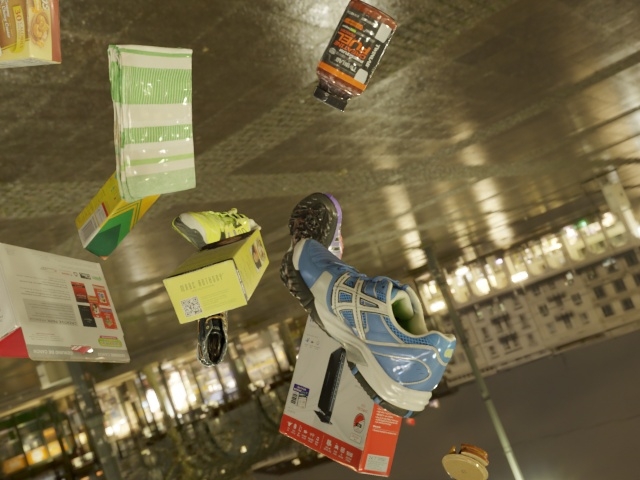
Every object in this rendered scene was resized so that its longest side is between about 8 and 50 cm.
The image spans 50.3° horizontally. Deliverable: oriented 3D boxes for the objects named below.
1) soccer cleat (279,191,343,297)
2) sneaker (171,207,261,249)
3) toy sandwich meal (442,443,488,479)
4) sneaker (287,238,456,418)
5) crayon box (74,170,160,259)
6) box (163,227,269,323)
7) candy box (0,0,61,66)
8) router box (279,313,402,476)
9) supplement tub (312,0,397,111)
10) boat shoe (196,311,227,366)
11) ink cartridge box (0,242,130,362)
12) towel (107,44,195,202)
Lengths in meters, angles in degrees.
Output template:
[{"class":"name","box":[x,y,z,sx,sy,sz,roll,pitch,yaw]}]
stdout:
[{"class":"soccer cleat","box":[0.000,0.000,1.392,0.116,0.109,0.318,-26,154,-29]},{"class":"sneaker","box":[-0.288,-0.035,1.915,0.147,0.145,0.384,-51,165,1]},{"class":"toy sandwich meal","box":[0.242,0.369,1.130,0.085,0.085,0.029,-28,-158,45]},{"class":"sneaker","box":[0.045,0.061,0.630,0.080,0.211,0.081,14,116,-49]},{"class":"crayon box","box":[-0.570,-0.121,1.975,0.318,0.202,0.081,-49,125,4]},{"class":"box","box":[-0.125,0.038,0.875,0.087,0.058,0.232,-17,-171,4]},{"class":"candy box","box":[-0.686,-0.456,1.422,0.316,0.183,0.087,3,-172,27]},{"class":"router box","box":[0.055,0.320,1.508,0.082,0.301,0.335,19,170,-30]},{"class":"supplement tub","box":[0.059,-0.351,1.311,0.198,0.106,0.106,-63,160,13]},{"class":"boat shoe","box":[-0.206,0.154,1.329,0.065,0.183,0.083,3,171,-20]},{"class":"ink cartridge box","box":[-0.593,0.170,1.485,0.130,0.272,0.309,-33,157,16]},{"class":"towel","box":[-0.360,-0.260,1.504,0.038,0.325,0.248,8,-164,28]}]
